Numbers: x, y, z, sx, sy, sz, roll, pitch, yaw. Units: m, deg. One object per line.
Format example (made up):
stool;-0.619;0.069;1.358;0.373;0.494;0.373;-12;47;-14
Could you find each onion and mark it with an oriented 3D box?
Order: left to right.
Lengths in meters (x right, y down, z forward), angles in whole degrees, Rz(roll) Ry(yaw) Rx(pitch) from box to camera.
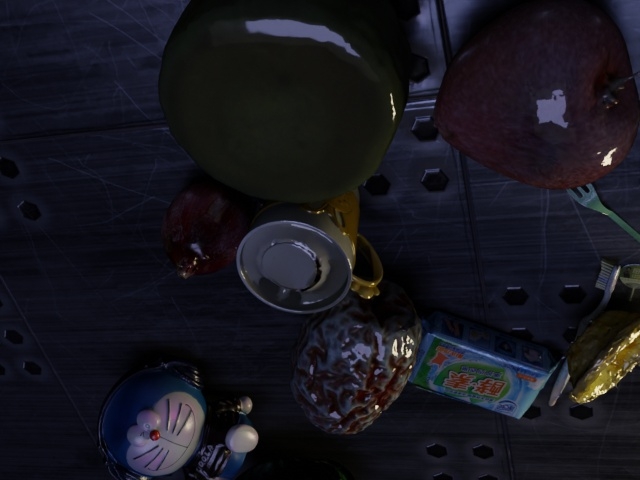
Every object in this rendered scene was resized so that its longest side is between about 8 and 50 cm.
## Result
onion;-0.208;-0.005;1.467;0.159;0.195;0.159;13;137;13

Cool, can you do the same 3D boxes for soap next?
soap;0.291;0.234;1.596;0.293;0.077;0.156;18;130;1

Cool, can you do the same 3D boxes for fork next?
fork;0.481;-0.032;1.369;0.235;0.021;0.039;37;131;-14

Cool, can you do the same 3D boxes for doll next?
doll;-0.314;0.397;1.798;0.310;0.240;0.284;23;90;-21

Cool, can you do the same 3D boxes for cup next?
cup;0.000;0.000;1.393;0.241;0.226;0.185;30;128;-11

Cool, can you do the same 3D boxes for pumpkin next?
pumpkin;-0.057;0.609;1.852;0.315;0.238;0.315;-13;147;-9

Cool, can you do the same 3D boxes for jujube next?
jujube;0.059;0.209;1.544;0.226;0.226;0.317;24;132;-4

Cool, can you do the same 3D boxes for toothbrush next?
toothbrush;0.471;0.180;1.535;0.037;0.028;0.375;27;134;23

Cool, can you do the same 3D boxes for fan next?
fan;0.531;0.066;1.445;0.060;0.003;0.080;29;129;-8

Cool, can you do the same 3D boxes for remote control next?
remote control;-0.111;-0.034;1.532;0.034;0.016;0.091;20;130;5

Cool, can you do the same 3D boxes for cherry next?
cherry;0.299;-0.195;1.166;0.307;0.221;0.261;-9;118;37

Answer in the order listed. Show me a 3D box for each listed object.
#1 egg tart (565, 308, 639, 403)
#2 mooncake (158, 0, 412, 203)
egg tart;0.495;0.191;1.461;0.090;0.212;0.212;45;140;33
mooncake;-0.044;-0.235;1.226;0.356;0.194;0.356;6;135;6
